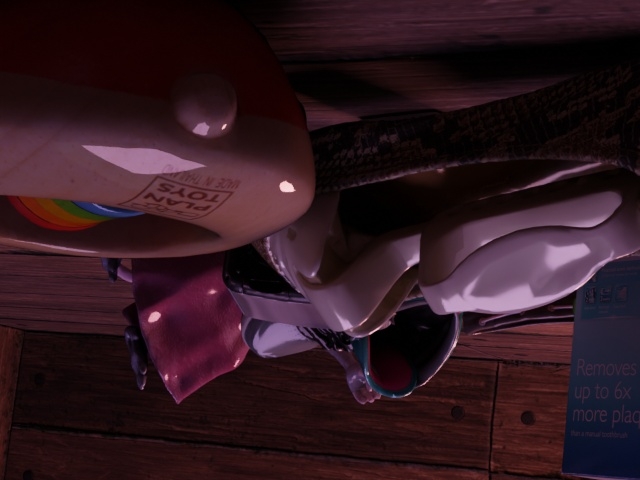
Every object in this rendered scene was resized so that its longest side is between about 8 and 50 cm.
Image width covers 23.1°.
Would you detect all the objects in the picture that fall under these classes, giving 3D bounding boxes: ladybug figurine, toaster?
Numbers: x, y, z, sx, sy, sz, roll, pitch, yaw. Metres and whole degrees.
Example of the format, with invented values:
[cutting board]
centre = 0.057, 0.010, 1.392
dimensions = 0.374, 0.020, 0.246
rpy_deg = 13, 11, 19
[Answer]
[ladybug figurine]
centre = -0.165, -0.087, 1.151
dimensions = 0.305, 0.162, 0.449
rpy_deg = 12, 170, -30
[toaster]
centre = 0.000, 0.000, 1.514
dimensions = 0.168, 0.185, 0.110
rpy_deg = 4, 161, 7

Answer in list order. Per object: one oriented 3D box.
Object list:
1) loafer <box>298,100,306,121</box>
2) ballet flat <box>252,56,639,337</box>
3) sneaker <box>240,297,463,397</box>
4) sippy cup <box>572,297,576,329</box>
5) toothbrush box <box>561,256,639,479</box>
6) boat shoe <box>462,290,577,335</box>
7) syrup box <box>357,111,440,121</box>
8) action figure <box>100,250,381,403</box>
[loafer]
centre = -0.121, -0.100, 1.350
dimensions = 0.220, 0.080, 0.078
rpy_deg = -9, 160, 28
[ballet flat]
centre = 0.093, -0.014, 1.174
dimensions = 0.483, 0.182, 0.164
rpy_deg = -12, 129, 37
[sneaker]
centre = 0.038, 0.094, 1.642
dimensions = 0.295, 0.178, 0.124
rpy_deg = -31, 129, 27
[sippy cup]
centre = 0.438, 0.075, 1.638
dimensions = 0.305, 0.240, 0.224
rpy_deg = 36, -163, 26
[toothbrush box]
centre = 0.342, 0.073, 1.392
dimensions = 0.126, 0.295, 0.216
rpy_deg = 13, 169, -33
[boat shoe]
centre = 0.353, 0.094, 2.144
dimensions = 0.335, 0.095, 0.112
rpy_deg = 2, 170, 23
[syrup box]
centre = 0.137, -0.043, 1.443
dimensions = 0.096, 0.093, 0.237
rpy_deg = -3, 167, 42
[action figure]
centre = -0.063, 0.052, 1.877
dimensions = 0.370, 0.248, 0.276
rpy_deg = -16, -149, -14
